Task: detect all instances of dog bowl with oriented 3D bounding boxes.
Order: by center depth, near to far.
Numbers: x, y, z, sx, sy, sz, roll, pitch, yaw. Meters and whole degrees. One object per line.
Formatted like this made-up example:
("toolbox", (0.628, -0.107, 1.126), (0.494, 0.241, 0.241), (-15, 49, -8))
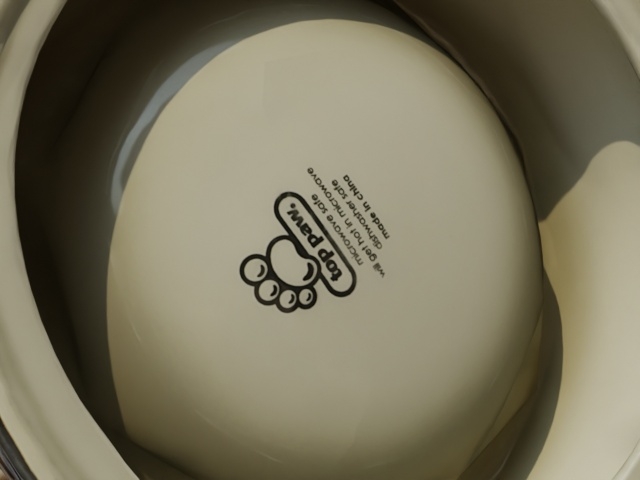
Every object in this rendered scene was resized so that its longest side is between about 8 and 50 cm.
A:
("dog bowl", (0.000, 0.000, 0.861), (0.408, 0.408, 0.150), (-32, 5, -28))
